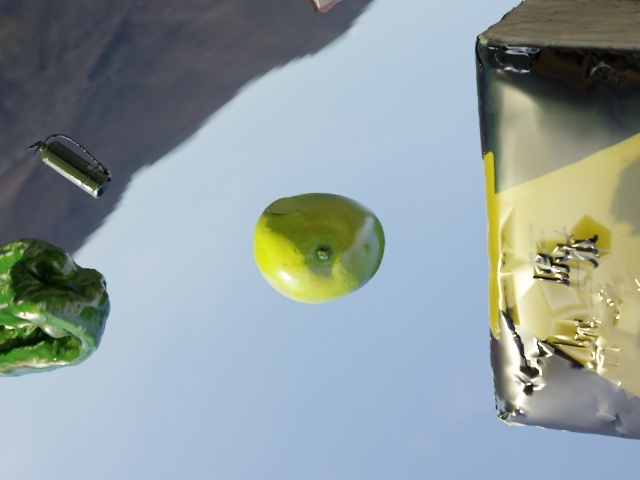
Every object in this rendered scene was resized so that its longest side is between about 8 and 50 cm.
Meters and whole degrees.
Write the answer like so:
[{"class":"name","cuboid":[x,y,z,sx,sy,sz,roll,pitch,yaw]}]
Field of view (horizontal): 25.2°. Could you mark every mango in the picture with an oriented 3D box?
[{"class":"mango","cuboid":[0.000,0.000,0.810,0.073,0.056,0.108,5,-160,1]}]

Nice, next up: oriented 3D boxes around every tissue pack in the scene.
[{"class":"tissue pack","cuboid":[0.311,-0.027,1.402,0.264,0.416,0.253,7,-153,24]}]

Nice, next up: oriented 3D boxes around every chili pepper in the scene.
[{"class":"chili pepper","cuboid":[-0.197,0.040,0.881,0.257,0.100,0.074,-8,-141,52]}]

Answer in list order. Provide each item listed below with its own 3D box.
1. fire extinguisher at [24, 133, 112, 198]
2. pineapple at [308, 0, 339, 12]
[{"class":"fire extinguisher","cuboid":[-0.237,-0.075,1.358,0.038,0.083,0.025,-56,174,-13]},{"class":"pineapple","cuboid":[-0.042,-0.245,0.510,0.262,0.262,0.272,-29,152,34]}]
